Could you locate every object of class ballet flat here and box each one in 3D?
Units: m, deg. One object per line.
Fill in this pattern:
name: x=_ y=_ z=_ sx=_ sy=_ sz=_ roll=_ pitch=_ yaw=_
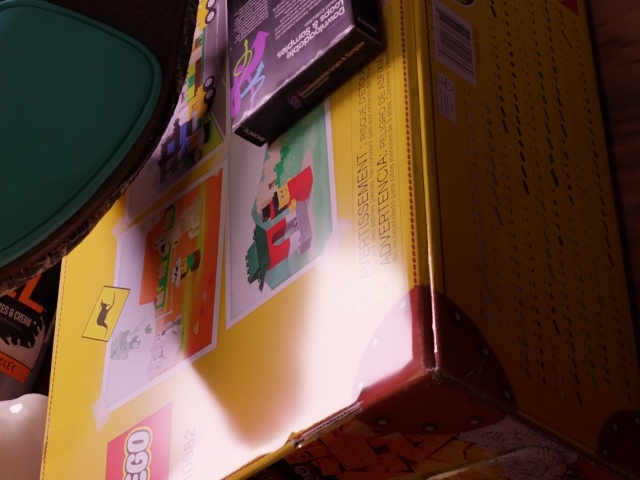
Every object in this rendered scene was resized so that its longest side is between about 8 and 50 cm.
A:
ballet flat: x=-0.158 y=-0.149 z=1.259 sx=0.182 sy=0.164 sz=0.483 roll=110 pitch=-177 yaw=-72

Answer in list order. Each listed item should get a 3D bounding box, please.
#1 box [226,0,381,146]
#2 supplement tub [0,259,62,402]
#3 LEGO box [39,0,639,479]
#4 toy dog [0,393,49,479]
box: x=-0.014 y=-0.152 z=1.165 sx=0.116 sy=0.029 sz=0.162 roll=-38 pitch=38 yaw=32
supplement tub: x=-0.326 y=0.029 z=1.660 sx=0.193 sy=0.193 sz=0.316 roll=-4 pitch=64 yaw=53
LEGO box: x=0.000 y=0.000 z=1.234 sx=0.372 sy=0.193 sz=0.500 roll=-34 pitch=41 yaw=35
toy dog: x=-0.393 y=0.324 z=1.387 sx=0.408 sy=0.284 sz=0.395 roll=-80 pitch=16 yaw=-57
